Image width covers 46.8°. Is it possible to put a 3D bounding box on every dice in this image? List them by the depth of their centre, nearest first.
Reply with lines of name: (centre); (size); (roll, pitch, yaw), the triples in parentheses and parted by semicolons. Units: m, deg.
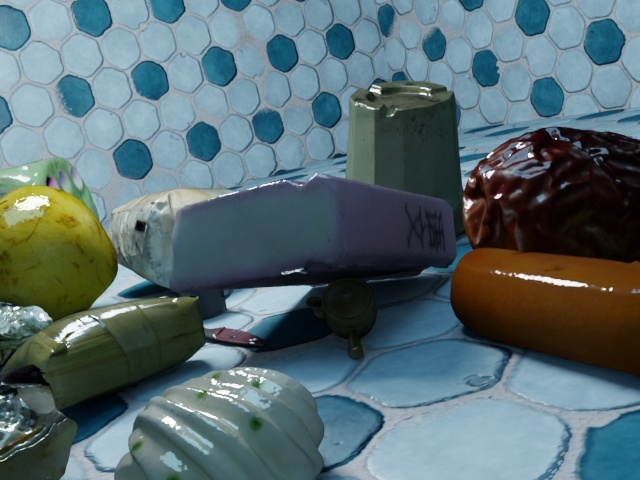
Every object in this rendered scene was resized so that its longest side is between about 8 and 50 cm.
dice: (-0.770, -0.030, 1.902); (0.331, 0.318, 0.322); (-14, 12, 4)

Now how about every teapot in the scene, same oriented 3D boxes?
teapot: (0.029, 0.103, 0.905); (0.085, 0.080, 0.110); (-9, 50, 4)

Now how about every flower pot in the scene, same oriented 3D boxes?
flower pot: (0.156, -0.151, 1.373); (0.291, 0.258, 0.290); (-4, 25, 2)

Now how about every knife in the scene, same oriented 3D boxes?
knife: (-0.153, 0.138, 1.084); (0.035, 0.018, 0.247); (-19, 14, -41)

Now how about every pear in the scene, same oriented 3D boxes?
pear: (-0.529, 0.032, 1.395); (0.281, 0.280, 0.280); (-13, 11, 3)

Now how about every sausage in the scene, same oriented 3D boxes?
sausage: (0.236, 0.065, 0.742); (0.094, 0.097, 0.348); (-11, 8, -26)

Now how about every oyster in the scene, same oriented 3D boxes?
oyster: (-0.577, 0.162, 1.234); (0.268, 0.112, 0.198); (-14, 10, -15)

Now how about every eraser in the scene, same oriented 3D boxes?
eraser: (0.000, 0.000, 1.035); (0.272, 0.122, 0.359); (-9, -7, 31)

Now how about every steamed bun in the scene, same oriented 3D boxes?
steamed bun: (-0.083, 0.165, 0.615); (0.183, 0.106, 0.183); (-13, 13, 3)

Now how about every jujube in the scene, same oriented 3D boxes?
jujube: (0.353, -0.040, 0.920); (0.343, 0.216, 0.216); (-8, 10, -9)

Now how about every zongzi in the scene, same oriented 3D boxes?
zongzi: (-0.299, 0.149, 1.006); (0.228, 0.114, 0.256); (-17, 0, -36)

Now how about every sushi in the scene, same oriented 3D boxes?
sushi: (-0.341, 0.220, 0.656); (0.109, 0.134, 0.273); (26, 18, 23)

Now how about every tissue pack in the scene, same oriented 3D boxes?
tissue pack: (-0.221, -0.011, 1.506); (0.376, 0.194, 0.390); (-5, 4, -33)

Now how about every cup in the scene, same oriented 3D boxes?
cup: (-0.187, 0.085, 1.222); (0.100, 0.077, 0.078); (-10, 11, 23)
